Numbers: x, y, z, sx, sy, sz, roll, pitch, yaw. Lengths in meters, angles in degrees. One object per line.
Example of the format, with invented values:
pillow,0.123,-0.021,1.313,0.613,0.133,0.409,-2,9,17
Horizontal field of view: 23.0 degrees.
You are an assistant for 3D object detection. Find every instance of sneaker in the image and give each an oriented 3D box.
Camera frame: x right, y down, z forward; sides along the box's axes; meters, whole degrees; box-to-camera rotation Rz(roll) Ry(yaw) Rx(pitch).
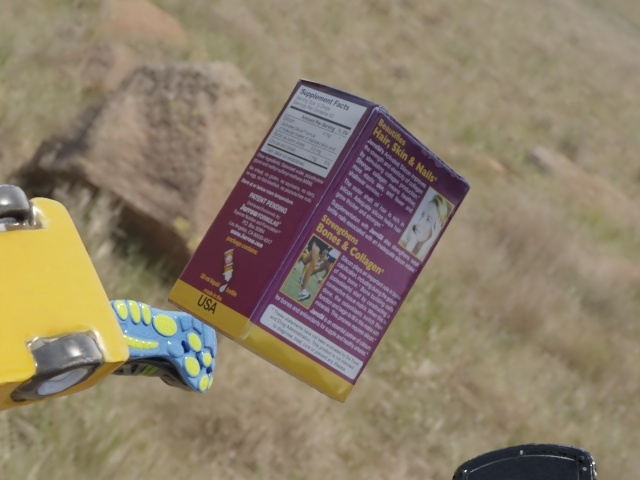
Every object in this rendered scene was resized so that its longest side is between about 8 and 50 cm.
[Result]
sneaker,-0.157,0.092,1.411,0.078,0.067,0.188,-2,-18,33

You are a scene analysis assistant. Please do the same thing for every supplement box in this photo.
supplement box,0.000,0.000,0.497,0.043,0.083,0.055,26,-8,48

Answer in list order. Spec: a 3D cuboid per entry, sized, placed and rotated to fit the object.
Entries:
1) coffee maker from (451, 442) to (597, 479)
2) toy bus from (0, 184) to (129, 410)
coffee maker,0.146,0.245,1.028,0.120,0.171,0.178,12,-30,31
toy bus,-0.249,0.056,0.753,0.332,0.130,0.108,-7,65,-55
